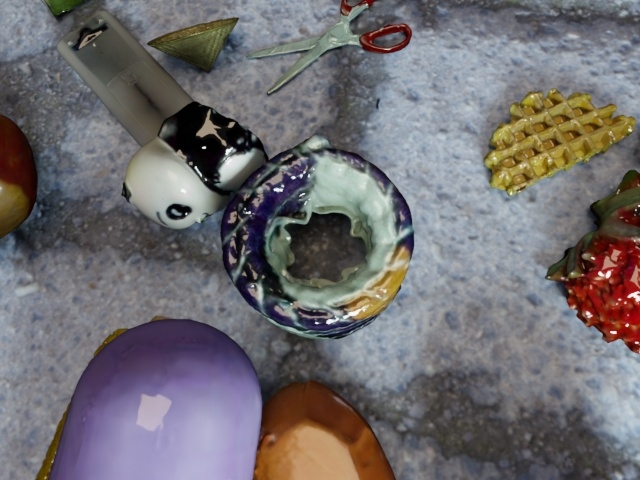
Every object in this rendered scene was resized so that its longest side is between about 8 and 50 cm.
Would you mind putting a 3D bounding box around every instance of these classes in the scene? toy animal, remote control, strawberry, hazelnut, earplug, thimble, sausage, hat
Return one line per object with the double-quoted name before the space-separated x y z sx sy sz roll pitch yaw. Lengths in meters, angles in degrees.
"toy animal" -0.164 -0.093 0.625 0.138 0.166 0.179 43 93 15
"remote control" -0.296 -0.247 0.720 0.109 0.055 0.313 -42 75 -8
"strawberry" 0.454 0.053 0.533 0.306 0.137 0.233 38 79 15
"hazelnut" -0.492 -0.082 0.626 0.212 0.181 0.181 -36 97 4
"earplug" -0.170 0.299 0.426 0.215 0.215 0.455 10 86 7
"thimble" 0.000 0.000 0.577 0.237 0.150 0.237 -2 73 6
"sausage" 0.010 0.284 0.497 0.153 0.141 0.268 -22 73 -2
"hat" -0.188 -0.295 0.726 0.146 0.067 0.146 -11 32 7

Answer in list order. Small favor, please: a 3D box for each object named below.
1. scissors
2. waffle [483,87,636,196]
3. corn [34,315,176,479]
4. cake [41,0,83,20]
"scissors" 0.009 -0.316 0.737 0.248 0.017 0.144 -27 73 -2
"waffle" 0.322 -0.128 0.641 0.161 0.046 0.192 30 79 13
"corn" -0.252 0.239 0.547 0.119 0.119 0.321 20 81 10
"cake" -0.387 -0.535 0.755 0.284 0.172 0.158 -37 77 -8
